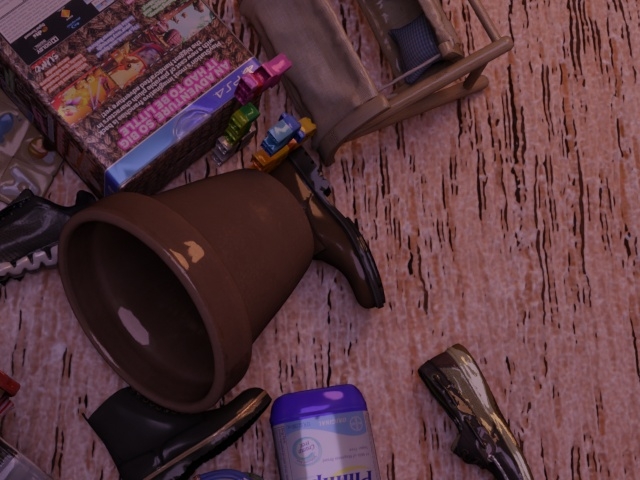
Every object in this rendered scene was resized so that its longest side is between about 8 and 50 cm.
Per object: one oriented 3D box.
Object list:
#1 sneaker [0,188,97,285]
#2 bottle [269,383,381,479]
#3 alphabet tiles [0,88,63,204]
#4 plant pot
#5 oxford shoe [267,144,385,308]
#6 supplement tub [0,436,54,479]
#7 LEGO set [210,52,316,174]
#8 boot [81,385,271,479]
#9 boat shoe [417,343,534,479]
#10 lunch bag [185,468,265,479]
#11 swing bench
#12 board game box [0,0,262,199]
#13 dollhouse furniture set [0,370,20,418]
[{"bbox_3d":[-0.365,-0.005,1.663,0.234,0.078,0.106,-12,82,-13],"label":"sneaker"},{"bbox_3d":[0.017,0.313,1.613,0.118,0.092,0.282,-8,77,-9],"label":"bottle"},{"bbox_3d":[-0.470,-0.177,1.734,0.343,0.011,0.285,26,74,1],"label":"alphabet tiles"},{"bbox_3d":[-0.131,0.031,1.602,0.229,0.263,0.263,-35,81,-36],"label":"plant pot"},{"bbox_3d":[0.000,0.000,1.706,0.096,0.083,0.227,-33,73,-4],"label":"oxford shoe"},{"bbox_3d":[-0.399,0.313,1.560,0.117,0.117,0.190,38,76,4],"label":"supplement tub"},{"bbox_3d":[-0.054,-0.140,1.662,0.093,0.227,0.087,-39,84,-23],"label":"LEGO set"},{"bbox_3d":[-0.170,0.202,1.637,0.198,0.077,0.137,-36,77,-14],"label":"boot"},{"bbox_3d":[0.188,0.234,1.663,0.073,0.080,0.223,-24,74,-6],"label":"boat shoe"},{"bbox_3d":[-0.149,0.403,1.539,0.303,0.115,0.243,-25,76,3],"label":"lunch bag"},{"bbox_3d":[0.058,-0.270,1.731,0.255,0.165,0.253,-26,80,-11],"label":"swing bench"},{"bbox_3d":[-0.249,-0.216,1.688,0.232,0.141,0.291,-40,84,-17],"label":"board game box"},{"bbox_3d":[-0.323,0.277,1.461,0.374,0.152,0.201,39,74,-12],"label":"dollhouse furniture set"}]
